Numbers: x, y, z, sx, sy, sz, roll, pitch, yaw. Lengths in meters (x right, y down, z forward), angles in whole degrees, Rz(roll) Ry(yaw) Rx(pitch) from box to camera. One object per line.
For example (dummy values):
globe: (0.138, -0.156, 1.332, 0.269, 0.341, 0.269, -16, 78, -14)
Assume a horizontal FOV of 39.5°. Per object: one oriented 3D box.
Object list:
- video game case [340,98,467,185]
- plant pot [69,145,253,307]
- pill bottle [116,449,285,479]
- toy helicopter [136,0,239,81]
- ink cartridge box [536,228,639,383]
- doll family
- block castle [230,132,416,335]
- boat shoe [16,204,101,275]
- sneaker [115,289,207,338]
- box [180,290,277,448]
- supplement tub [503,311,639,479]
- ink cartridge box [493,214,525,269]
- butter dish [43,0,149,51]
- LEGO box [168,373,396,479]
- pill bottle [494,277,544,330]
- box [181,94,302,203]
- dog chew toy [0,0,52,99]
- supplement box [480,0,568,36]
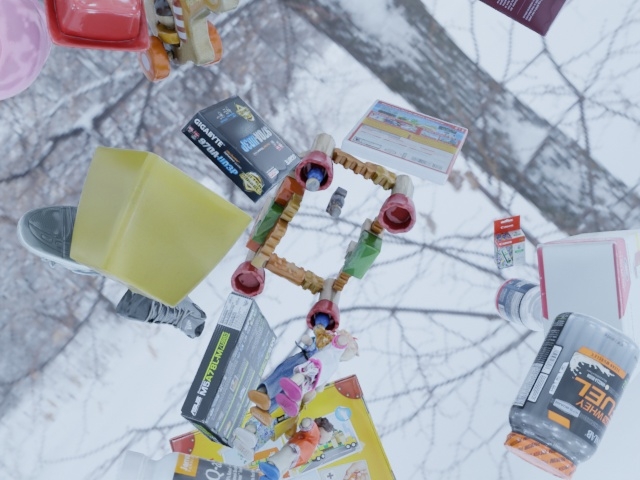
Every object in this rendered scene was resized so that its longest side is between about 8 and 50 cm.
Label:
video game case: (0.171, -0.197, 1.738, 0.285, 0.204, 0.025, -56, -16, -60)
plant pot: (-0.277, -0.014, 1.431, 0.212, 0.212, 0.187, 13, 73, 52)
pill bottle: (-0.205, 0.446, 1.489, 0.162, 0.278, 0.162, -165, 90, -83)
toy helicopter: (-0.227, -0.418, 1.521, 0.140, 0.235, 0.355, -23, 11, -26)
ink cartridge box: (0.587, 0.125, 1.853, 0.160, 0.279, 0.384, -6, 1, 29)
doll family: (-0.036, 0.198, 1.192, 0.163, 0.118, 0.263, -36, -30, -45)
block castle: (0.000, 0.000, 2.108, 0.453, 0.303, 0.213, -56, 10, 36)
boat shoe: (-0.430, 0.015, 1.667, 0.103, 0.118, 0.320, -28, -23, 33)
sneaker: (-0.291, 0.141, 1.743, 0.086, 0.132, 0.228, -58, -17, 12)
box: (-0.130, 0.193, 1.308, 0.184, 0.045, 0.191, 75, -146, -67)
supplement tub: (0.314, 0.197, 1.128, 0.190, 0.117, 0.117, -61, 13, -12)
ink cartridge box: (0.404, 0.005, 1.905, 0.063, 0.115, 0.029, -13, 36, -3)
butter dish: (-0.337, -0.385, 1.372, 0.118, 0.160, 0.160, -45, 52, 55)
LEGO box: (-0.079, 0.605, 2.224, 0.500, 0.372, 0.193, -18, -27, -9)
pill bottle: (0.494, 0.152, 2.068, 0.108, 0.108, 0.180, -49, 20, -8)
box: (-0.133, -0.165, 1.566, 0.051, 0.175, 0.220, -44, 3, 20)
dog chew toy: (-0.568, -0.362, 1.566, 0.206, 0.206, 0.332, -45, 16, 11)
supplement box: (0.256, -0.411, 1.285, 0.130, 0.239, 0.073, -61, -6, 25)
